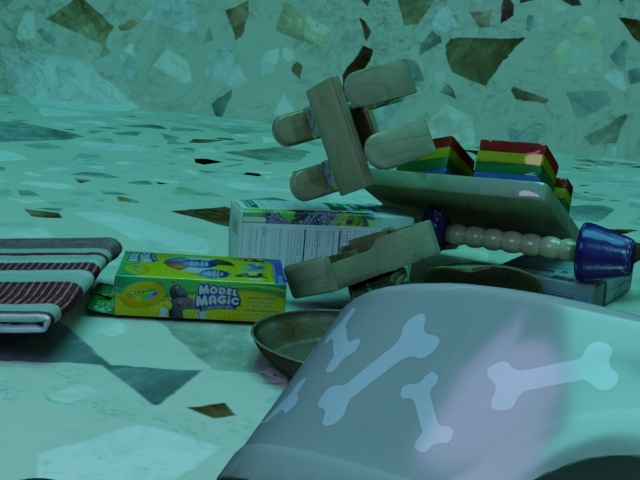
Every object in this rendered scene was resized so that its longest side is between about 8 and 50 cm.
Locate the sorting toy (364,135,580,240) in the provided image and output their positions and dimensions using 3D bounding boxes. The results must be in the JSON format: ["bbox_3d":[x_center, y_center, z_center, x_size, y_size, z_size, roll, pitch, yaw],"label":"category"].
[{"bbox_3d":[0.222,-0.072,1.526,0.256,0.089,0.257,7,-12,25],"label":"sorting toy"}]

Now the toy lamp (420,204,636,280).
[{"bbox_3d":[0.269,0.003,1.426,0.275,0.080,0.080,10,13,23],"label":"toy lamp"}]

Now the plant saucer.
[{"bbox_3d":[0.027,0.113,1.104,0.199,0.036,0.198,4,12,-1],"label":"plant saucer"}]

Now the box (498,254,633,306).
[{"bbox_3d":[0.332,0.052,1.495,0.145,0.038,0.186,11,15,29],"label":"box"}]

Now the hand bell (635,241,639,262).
[{"bbox_3d":[0.458,0.014,1.501,0.242,0.126,0.126,-4,15,-37],"label":"hand bell"}]

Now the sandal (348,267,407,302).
[{"bbox_3d":[0.071,0.070,1.281,0.072,0.049,0.180,-16,8,6],"label":"sandal"}]

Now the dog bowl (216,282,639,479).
[{"bbox_3d":[0.133,0.132,0.485,0.349,0.102,0.349,21,-17,7],"label":"dog bowl"}]

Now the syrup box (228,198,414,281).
[{"bbox_3d":[0.000,0.000,1.474,0.237,0.096,0.093,1,12,-14],"label":"syrup box"}]

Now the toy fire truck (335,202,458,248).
[{"bbox_3d":[0.111,-0.024,1.735,0.192,0.047,0.135,0,13,-21],"label":"toy fire truck"}]

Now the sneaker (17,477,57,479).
[{"bbox_3d":[-0.247,0.174,0.687,0.089,0.051,0.170,21,24,40],"label":"sneaker"}]

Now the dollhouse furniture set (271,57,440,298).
[{"bbox_3d":[0.020,-0.071,1.321,0.161,0.242,0.212,-19,1,-27],"label":"dollhouse furniture set"}]

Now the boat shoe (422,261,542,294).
[{"bbox_3d":[0.211,0.050,1.415,0.152,0.056,0.049,7,18,11],"label":"boat shoe"}]

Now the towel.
[{"bbox_3d":[-0.366,0.049,1.198,0.237,0.037,0.329,-1,13,1],"label":"towel"}]

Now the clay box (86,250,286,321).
[{"bbox_3d":[-0.155,0.052,1.276,0.222,0.053,0.127,4,11,-7],"label":"clay box"}]
